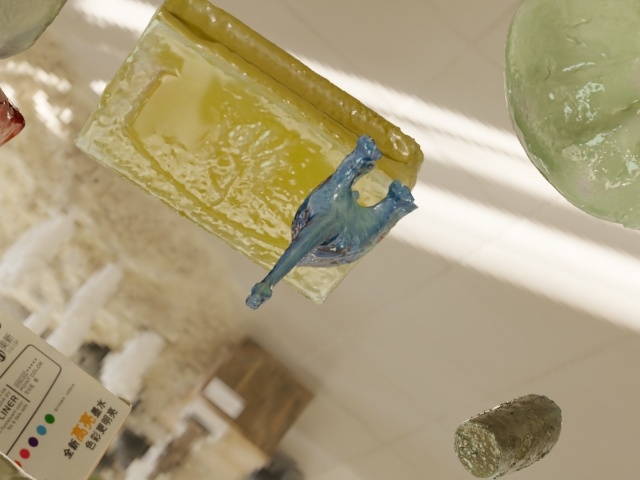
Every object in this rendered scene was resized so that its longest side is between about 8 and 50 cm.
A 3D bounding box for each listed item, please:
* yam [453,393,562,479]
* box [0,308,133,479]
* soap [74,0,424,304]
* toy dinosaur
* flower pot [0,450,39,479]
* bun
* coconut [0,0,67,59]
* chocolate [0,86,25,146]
[{"bbox_3d":[0.259,0.279,2.216,0.107,0.183,0.107,4,97,36],"label":"yam"},{"bbox_3d":[-0.363,0.231,1.729,0.220,0.274,0.091,36,136,-8],"label":"box"},{"bbox_3d":[-0.071,-0.092,1.594,0.315,0.091,0.199,35,122,-7],"label":"soap"},{"bbox_3d":[0.020,-0.019,1.303,0.076,0.144,0.329,45,-168,-1],"label":"toy dinosaur"},{"bbox_3d":[-0.287,0.216,0.784,0.244,0.307,0.307,22,151,6],"label":"flower pot"},{"bbox_3d":[0.320,-0.163,1.461,0.293,0.293,0.187,38,162,3],"label":"bun"},{"bbox_3d":[-0.235,-0.217,0.899,0.245,0.245,0.247,-10,107,56],"label":"coconut"},{"bbox_3d":[-0.282,-0.047,0.721,0.108,0.234,0.237,55,-179,8],"label":"chocolate"}]
